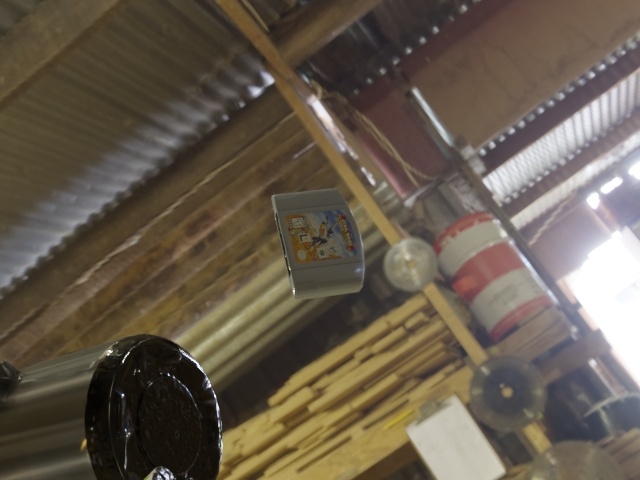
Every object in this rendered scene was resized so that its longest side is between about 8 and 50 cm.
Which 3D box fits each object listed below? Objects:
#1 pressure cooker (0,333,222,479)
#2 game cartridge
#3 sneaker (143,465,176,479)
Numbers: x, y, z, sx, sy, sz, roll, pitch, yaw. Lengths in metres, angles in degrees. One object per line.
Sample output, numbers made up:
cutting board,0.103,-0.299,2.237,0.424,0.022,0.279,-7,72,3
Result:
pressure cooker,-0.453,0.391,1.488,0.420,0.369,0.375,-19,-13,23
game cartridge,0.000,0.000,1.919,0.198,0.297,0.062,-10,-30,-9
sneaker,-0.256,0.398,1.040,0.121,0.111,0.300,-35,-7,6
